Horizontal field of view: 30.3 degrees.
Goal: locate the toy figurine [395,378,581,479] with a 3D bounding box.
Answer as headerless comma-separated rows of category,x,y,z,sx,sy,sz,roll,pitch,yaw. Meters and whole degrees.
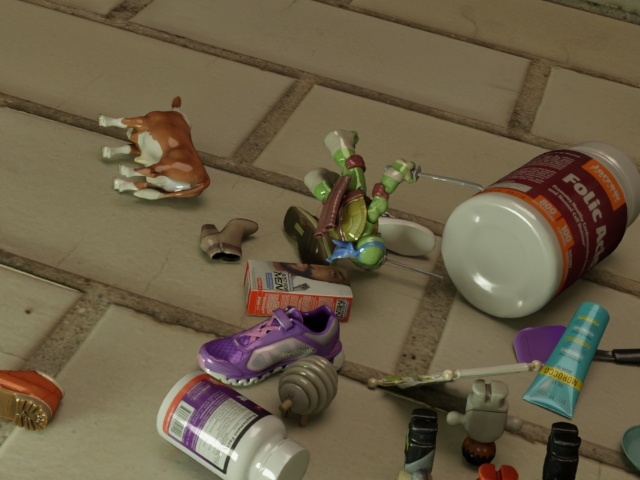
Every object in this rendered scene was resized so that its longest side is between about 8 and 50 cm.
toy figurine,0.223,0.307,1.580,0.213,0.148,0.210,-22,38,-38

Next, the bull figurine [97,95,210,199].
bull figurine,-0.310,-0.175,2.220,0.189,0.101,0.310,-7,33,-20

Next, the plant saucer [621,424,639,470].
plant saucer,0.502,0.319,1.749,0.119,0.021,0.119,8,32,-5

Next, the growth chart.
growth chart,0.198,0.198,1.727,0.172,0.021,0.237,-3,-8,-27

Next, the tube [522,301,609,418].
tube,0.397,0.188,1.873,0.080,0.052,0.207,19,55,23

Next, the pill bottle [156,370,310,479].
pill bottle,-0.113,0.263,1.568,0.194,0.108,0.108,29,36,26

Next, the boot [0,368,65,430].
boot,-0.430,0.202,1.623,0.158,0.059,0.084,23,29,3

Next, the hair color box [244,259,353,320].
hair color box,-0.037,0.081,1.935,0.167,0.053,0.093,5,31,-11

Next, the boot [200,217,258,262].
boot,-0.152,0.004,2.042,0.119,0.042,0.087,-5,41,-22

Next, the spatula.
spatula,0.464,0.182,1.946,0.297,0.030,0.084,6,45,-12

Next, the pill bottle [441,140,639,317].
pill bottle,0.407,-0.033,2.092,0.224,0.224,0.392,29,36,27

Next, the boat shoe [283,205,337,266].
boat shoe,0.000,0.000,2.072,0.072,0.068,0.190,12,29,-29

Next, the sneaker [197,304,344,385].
sneaker,-0.070,0.147,1.772,0.237,0.104,0.095,-6,37,-24

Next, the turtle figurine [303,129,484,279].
turtle figurine,0.100,-0.056,2.019,0.275,0.197,0.266,-21,49,-10

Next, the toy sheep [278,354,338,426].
toy sheep,-0.020,0.213,1.696,0.091,0.091,0.132,22,33,17

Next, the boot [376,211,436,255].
boot,0.119,-0.030,2.144,0.190,0.069,0.086,12,34,5
